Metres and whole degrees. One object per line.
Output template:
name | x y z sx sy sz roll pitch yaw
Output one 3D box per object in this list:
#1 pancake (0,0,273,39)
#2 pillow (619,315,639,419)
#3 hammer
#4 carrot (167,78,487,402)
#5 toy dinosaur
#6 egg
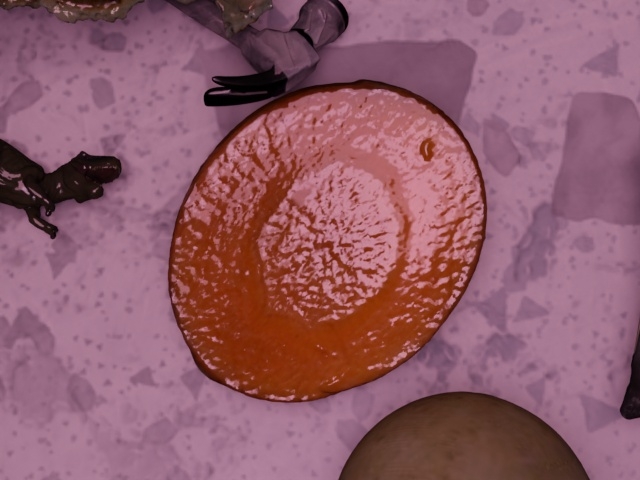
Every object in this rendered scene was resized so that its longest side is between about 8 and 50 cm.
pancake | -0.224 -0.301 1.207 0.426 0.067 0.305 -1 66 -11
pillow | 0.356 0.042 1.153 0.185 0.106 0.250 6 84 -4
hammer | -0.181 -0.265 1.239 0.427 0.044 0.152 35 59 13
carrot | 0.000 0.000 1.188 0.258 0.100 0.307 41 94 5
toy dinosaur | -0.277 -0.084 1.242 0.187 0.087 0.179 14 46 -11
egg | 0.120 0.267 1.076 0.218 0.218 0.296 -8 93 1
